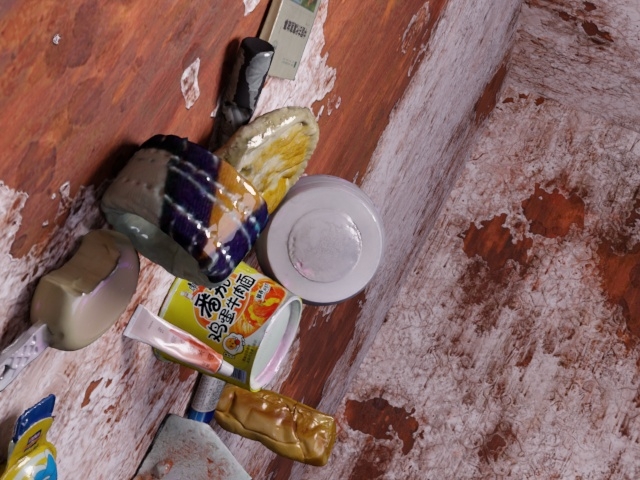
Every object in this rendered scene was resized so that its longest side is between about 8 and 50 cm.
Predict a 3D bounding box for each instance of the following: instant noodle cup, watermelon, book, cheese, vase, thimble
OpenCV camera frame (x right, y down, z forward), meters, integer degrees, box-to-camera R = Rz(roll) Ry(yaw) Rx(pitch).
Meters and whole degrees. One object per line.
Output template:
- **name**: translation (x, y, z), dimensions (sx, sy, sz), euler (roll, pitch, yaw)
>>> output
- **instant noodle cup**: translation (-0.168, 0.157, 1.889), dimensions (0.264, 0.200, 0.264), euler (-57, 161, -31)
- **watermelon**: translation (-0.271, 0.468, 2.038), dimensions (0.319, 0.289, 0.214), euler (-24, 107, -49)
- **book**: translation (-0.040, -0.432, 1.773), dimensions (0.283, 0.025, 0.215), euler (-71, 165, 10)
- **cheese**: translation (-0.449, 0.352, 1.477), dimensions (0.177, 0.069, 0.270), euler (-37, 148, -60)
- **vase**: translation (-0.134, -0.240, 1.667), dimensions (0.060, 0.060, 0.211), euler (-44, 160, -54)
- **thimble**: translation (-0.199, -0.038, 1.451), dimensions (0.150, 0.237, 0.237), euler (-56, 162, -21)
- **cheese**: translation (-0.362, 0.104, 1.381), dimensions (0.286, 0.082, 0.163), euler (-50, 157, -44)

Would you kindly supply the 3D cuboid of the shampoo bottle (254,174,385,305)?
- **shampoo bottle**: translation (0.000, 0.000, 2.027), dimensions (0.266, 0.273, 0.273), euler (-150, -96, -83)

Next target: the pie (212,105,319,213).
- **pie**: translation (-0.125, -0.113, 1.776), dimensions (0.339, 0.077, 0.339), euler (-44, 162, -18)

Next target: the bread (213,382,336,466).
- **bread**: translation (-0.108, 0.430, 2.325), dimensions (0.167, 0.294, 0.132), euler (57, 53, -75)

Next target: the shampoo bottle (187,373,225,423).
- **shampoo bottle**: translation (-0.239, 0.316, 2.165), dimensions (0.087, 0.050, 0.183), euler (-15, 128, -68)

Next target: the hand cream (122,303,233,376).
- **hand cream**: translation (-0.244, 0.185, 1.738), dimensions (0.038, 0.216, 0.052), euler (-31, -143, 43)
